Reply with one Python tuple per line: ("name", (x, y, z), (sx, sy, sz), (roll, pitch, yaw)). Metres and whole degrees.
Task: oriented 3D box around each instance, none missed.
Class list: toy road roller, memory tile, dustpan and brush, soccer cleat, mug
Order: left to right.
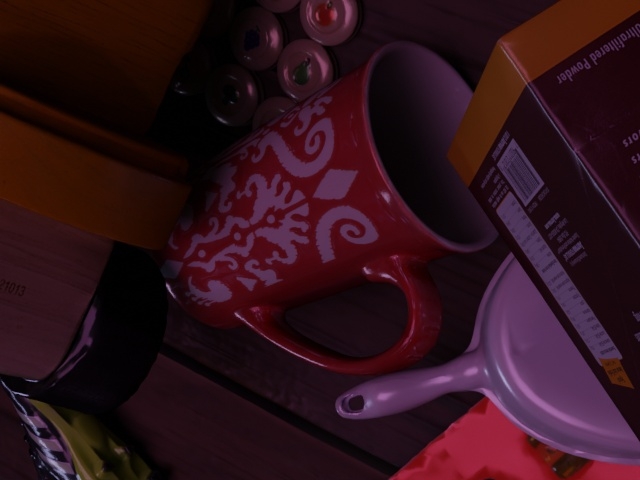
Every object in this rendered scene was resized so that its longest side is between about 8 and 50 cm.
("toy road roller", (-0.195, -0.073, 0.777), (0.329, 0.203, 0.240), (29, 95, 49))
("soccer cleat", (-0.171, 0.116, 0.924), (0.179, 0.060, 0.072), (54, 130, 8))
("memory tile", (-0.050, -0.124, 0.821), (0.148, 0.012, 0.113), (35, 116, 20))
("mug", (-0.006, -0.007, 0.750), (0.169, 0.150, 0.113), (-23, 128, 37))
("dustpan and brush", (0.105, 0.055, 0.723), (0.211, 0.060, 0.147), (-16, 79, 6))

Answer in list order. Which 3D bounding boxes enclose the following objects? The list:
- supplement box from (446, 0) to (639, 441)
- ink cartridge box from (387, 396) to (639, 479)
("supplement box", (0.166, -0.010, 0.589), (0.129, 0.191, 0.194), (-33, 83, -6))
("ink cartridge box", (0.139, 0.284, 0.729), (0.308, 0.091, 0.385), (-44, 79, 21))
